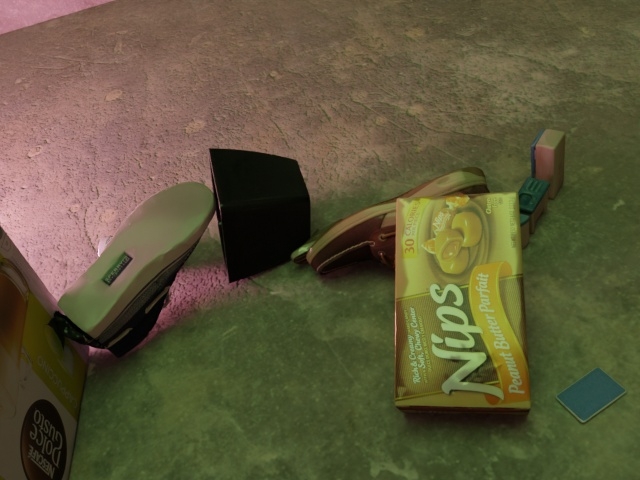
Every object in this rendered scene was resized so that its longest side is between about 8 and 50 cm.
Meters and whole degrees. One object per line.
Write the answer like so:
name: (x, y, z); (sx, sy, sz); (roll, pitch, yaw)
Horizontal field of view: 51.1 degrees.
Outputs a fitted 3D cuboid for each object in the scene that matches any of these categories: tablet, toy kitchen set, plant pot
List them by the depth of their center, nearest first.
tablet: (0.381, 0.217, 0.944); (0.083, 0.006, 0.054); (-29, 45, -14)
toy kitchen set: (0.320, -0.103, 1.201); (0.166, 0.122, 0.207); (18, 54, 31)
plant pot: (-0.111, -0.057, 1.259); (0.167, 0.188, 0.187); (-8, 42, -10)

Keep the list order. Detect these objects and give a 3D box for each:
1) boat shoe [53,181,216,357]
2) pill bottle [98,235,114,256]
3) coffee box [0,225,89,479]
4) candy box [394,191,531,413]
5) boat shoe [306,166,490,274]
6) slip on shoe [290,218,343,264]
boat shoe: (-0.303, 0.054, 1.182); (0.127, 0.158, 0.340); (37, 73, 23)
pill bottle: (-0.352, 0.019, 1.311); (0.152, 0.086, 0.086); (-4, 45, 13)
coffee box: (-0.589, 0.230, 0.992); (0.338, 0.337, 0.334); (-13, 45, 4)
candy box: (0.205, 0.091, 0.983); (0.183, 0.087, 0.316); (-3, 71, 15)
boat shoe: (0.137, -0.001, 1.145); (0.342, 0.123, 0.123); (-24, 73, 15)
slip on shoe: (0.000, 0.000, 1.243); (0.135, 0.051, 0.041); (-28, 62, -16)
